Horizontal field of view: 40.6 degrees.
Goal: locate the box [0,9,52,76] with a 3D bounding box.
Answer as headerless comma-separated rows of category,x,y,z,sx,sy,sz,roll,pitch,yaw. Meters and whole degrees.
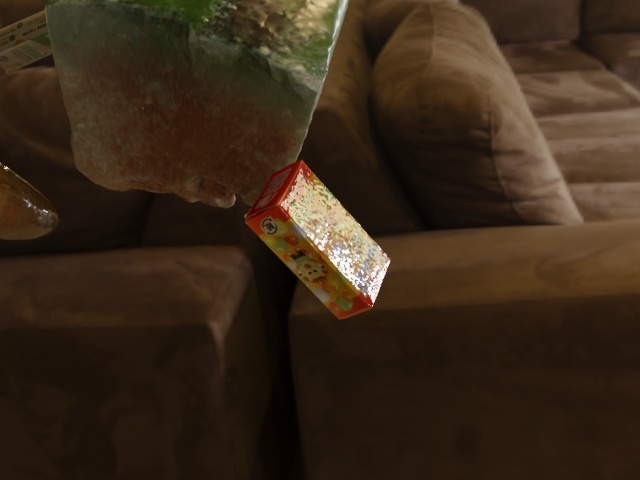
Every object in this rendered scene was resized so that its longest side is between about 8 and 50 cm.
box,-0.356,-0.259,1.094,0.207,0.041,0.050,-18,-20,15

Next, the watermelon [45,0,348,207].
watermelon,-0.110,-0.151,0.795,0.264,0.302,0.151,15,23,11

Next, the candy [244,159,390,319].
candy,0.000,0.000,0.696,0.038,0.122,0.062,-25,27,39

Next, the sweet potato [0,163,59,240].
sweet potato,-0.347,-0.065,0.637,0.341,0.114,0.092,6,31,-38
